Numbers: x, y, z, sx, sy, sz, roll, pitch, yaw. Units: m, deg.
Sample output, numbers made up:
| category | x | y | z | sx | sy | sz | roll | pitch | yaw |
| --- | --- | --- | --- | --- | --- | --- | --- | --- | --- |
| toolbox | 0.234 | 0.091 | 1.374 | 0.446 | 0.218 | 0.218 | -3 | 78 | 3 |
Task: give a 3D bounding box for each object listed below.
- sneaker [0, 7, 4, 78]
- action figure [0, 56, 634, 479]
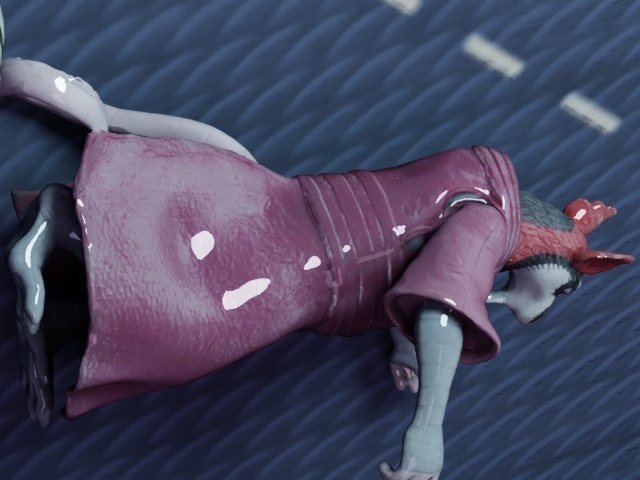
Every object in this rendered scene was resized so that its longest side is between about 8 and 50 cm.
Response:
| category | x | y | z | sx | sy | sz | roll | pitch | yaw |
| --- | --- | --- | --- | --- | --- | --- | --- | --- | --- |
| sneaker | -0.339 | -0.127 | 0.774 | 0.447 | 0.257 | 0.169 | 11 | 117 | -26 |
| action figure | 0.000 | 0.000 | 1.065 | 0.370 | 0.248 | 0.275 | -11 | 98 | -12 |
